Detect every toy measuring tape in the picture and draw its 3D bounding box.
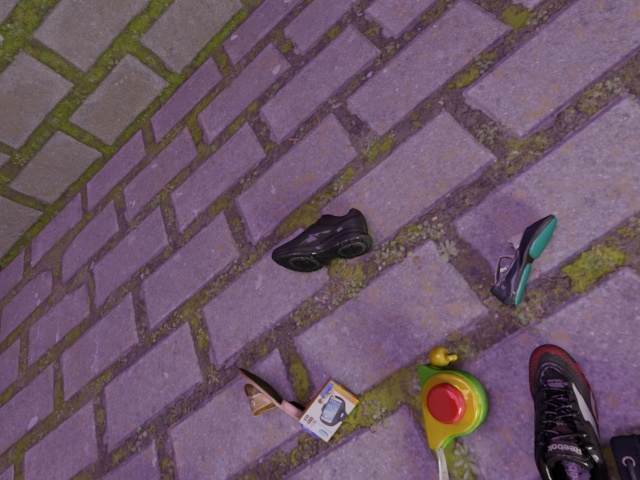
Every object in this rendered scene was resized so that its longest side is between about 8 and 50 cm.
[{"bbox_3d":[0.260,0.362,0.739,0.121,0.121,0.330,-16,70,28],"label":"toy measuring tape"}]

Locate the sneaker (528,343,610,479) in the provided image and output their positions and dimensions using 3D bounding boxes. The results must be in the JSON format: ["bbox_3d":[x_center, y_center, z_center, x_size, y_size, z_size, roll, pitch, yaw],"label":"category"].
[{"bbox_3d":[0.397,0.303,0.652,0.097,0.135,0.276,-13,61,31],"label":"sneaker"}]

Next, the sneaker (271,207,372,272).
[{"bbox_3d":[0.000,0.000,1.086,0.286,0.109,0.130,-15,55,17],"label":"sneaker"}]

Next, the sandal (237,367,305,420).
[{"bbox_3d":[-0.138,0.404,0.996,0.240,0.088,0.079,19,75,33],"label":"sandal"}]

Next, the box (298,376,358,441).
[{"bbox_3d":[0.014,0.388,0.911,0.081,0.028,0.136,37,91,-1],"label":"box"}]

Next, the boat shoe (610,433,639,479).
[{"bbox_3d":[0.464,0.498,0.497,0.156,0.187,0.500,-9,60,36],"label":"boat shoe"}]

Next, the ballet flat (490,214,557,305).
[{"bbox_3d":[0.402,0.031,0.812,0.074,0.074,0.203,24,86,39],"label":"ballet flat"}]
